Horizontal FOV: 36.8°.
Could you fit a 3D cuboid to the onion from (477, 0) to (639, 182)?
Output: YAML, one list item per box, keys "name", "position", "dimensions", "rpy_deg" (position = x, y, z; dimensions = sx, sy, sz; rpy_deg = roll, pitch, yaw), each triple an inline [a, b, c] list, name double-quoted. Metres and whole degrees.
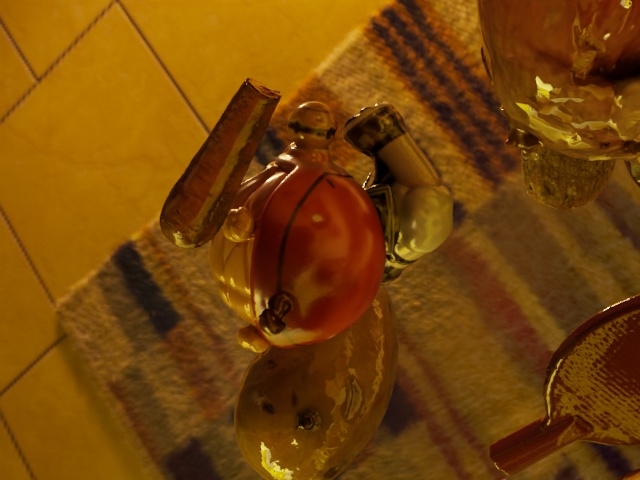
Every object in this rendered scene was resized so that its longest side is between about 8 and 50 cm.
- name: "onion"
  position: [0.179, -0.219, 0.357]
  dimensions: [0.353, 0.353, 0.354]
  rpy_deg: [-3, 82, 25]

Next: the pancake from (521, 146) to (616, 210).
- name: "pancake"
  position: [0.306, -0.102, 1.185]
  dimensions: [0.139, 0.139, 0.022]
  rpy_deg: [-66, 25, 5]

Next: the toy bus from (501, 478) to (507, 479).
- name: "toy bus"
  position: [0.094, 0.367, 1.057]
  dimensions: [0.342, 0.138, 0.097]
  rpy_deg: [-51, 54, 47]

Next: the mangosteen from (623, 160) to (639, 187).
- name: "mangosteen"
  position: [0.585, -0.151, 1.434]
  dimensions: [0.231, 0.289, 0.231]
  rpy_deg: [-2, 102, -7]

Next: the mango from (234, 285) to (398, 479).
- name: "mango"
  position: [0.007, 0.206, 1.584]
  dimensions: [0.220, 0.445, 0.301]
  rpy_deg: [32, 125, -4]

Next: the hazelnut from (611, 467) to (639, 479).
- name: "hazelnut"
  position: [0.302, 0.271, 0.720]
  dimensions: [0.229, 0.229, 0.229]
  rpy_deg: [-3, 82, 25]

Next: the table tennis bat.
- name: "table tennis bat"
  position: [0.401, 0.202, 1.281]
  dimensions: [0.414, 0.268, 0.051]
  rpy_deg: [-39, 29, 28]

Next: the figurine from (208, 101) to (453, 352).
- name: "figurine"
  position: [0.004, 0.001, 1.135]
  dimensions: [0.196, 0.323, 0.320]
  rpy_deg: [25, 134, 41]

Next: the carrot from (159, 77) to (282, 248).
- name: "carrot"
  position: [-0.087, -0.066, 0.831]
  dimensions: [0.055, 0.055, 0.161]
  rpy_deg: [39, 110, 24]
